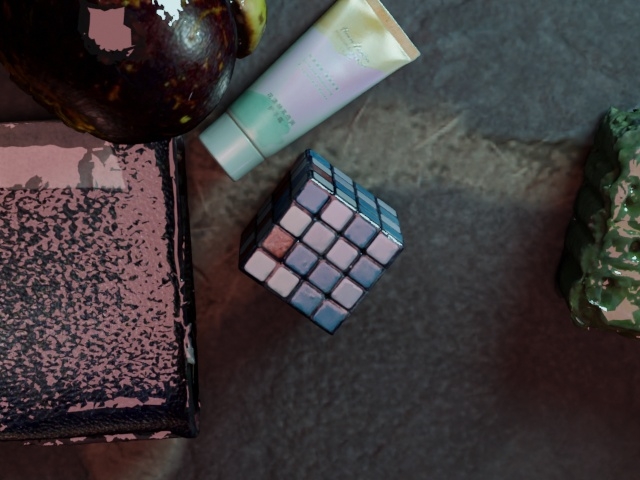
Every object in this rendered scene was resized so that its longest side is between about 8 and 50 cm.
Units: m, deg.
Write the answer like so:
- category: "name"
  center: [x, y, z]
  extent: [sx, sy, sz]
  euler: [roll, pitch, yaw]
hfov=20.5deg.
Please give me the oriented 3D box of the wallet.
- category: "wallet"
  center: [-0.208, 0.034, 1.381]
  extent: [0.221, 0.071, 0.262]
  euler: [-2, 104, 3]

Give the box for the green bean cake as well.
- category: "green bean cake"
  center: [0.287, -0.002, 1.368]
  extent: [0.181, 0.094, 0.173]
  euler: [15, 107, -6]

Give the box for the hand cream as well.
- category: "hand cream"
  center: [-0.014, -0.117, 1.351]
  extent: [0.174, 0.047, 0.076]
  euler: [-39, 103, 0]

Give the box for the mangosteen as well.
- category: "mangosteen"
  center: [-0.131, -0.178, 1.263]
  extent: [0.192, 0.192, 0.217]
  euler: [39, 78, -13]

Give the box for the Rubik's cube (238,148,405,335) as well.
- category: "Rubik's cube"
  center: [0.000, 0.000, 1.358]
  extent: [0.092, 0.092, 0.092]
  euler: [36, 102, -12]
